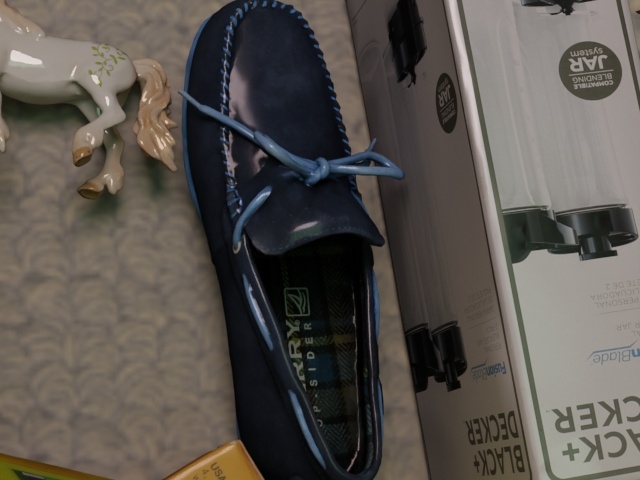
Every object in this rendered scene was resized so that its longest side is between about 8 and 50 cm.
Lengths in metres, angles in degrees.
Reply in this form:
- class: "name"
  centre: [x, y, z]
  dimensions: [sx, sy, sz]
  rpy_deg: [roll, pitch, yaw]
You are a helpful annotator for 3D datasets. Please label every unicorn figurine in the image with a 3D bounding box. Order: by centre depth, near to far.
- class: "unicorn figurine"
  centre: [-0.148, -0.086, 0.698]
  dimensions: [0.161, 0.060, 0.111]
  rpy_deg: [20, 59, -30]

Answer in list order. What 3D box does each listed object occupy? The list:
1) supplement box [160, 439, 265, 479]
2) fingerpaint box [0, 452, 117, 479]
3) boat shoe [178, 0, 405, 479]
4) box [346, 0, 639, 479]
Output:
- class: "supplement box"
  centre: [-0.121, 0.184, 0.643]
  dimensions: [0.233, 0.078, 0.080]
  rpy_deg: [-33, 88, -15]
- class: "fingerpaint box"
  centre: [0.074, 0.225, 0.474]
  dimensions: [0.444, 0.371, 0.163]
  rpy_deg: [17, 87, -21]
- class: "boat shoe"
  centre: [0.000, 0.000, 0.691]
  dimensions: [0.109, 0.089, 0.258]
  rpy_deg: [-12, 86, -27]
- class: "box"
  centre: [0.092, -0.021, 0.681]
  dimensions: [0.087, 0.169, 0.290]
  rpy_deg: [-8, 82, -13]
